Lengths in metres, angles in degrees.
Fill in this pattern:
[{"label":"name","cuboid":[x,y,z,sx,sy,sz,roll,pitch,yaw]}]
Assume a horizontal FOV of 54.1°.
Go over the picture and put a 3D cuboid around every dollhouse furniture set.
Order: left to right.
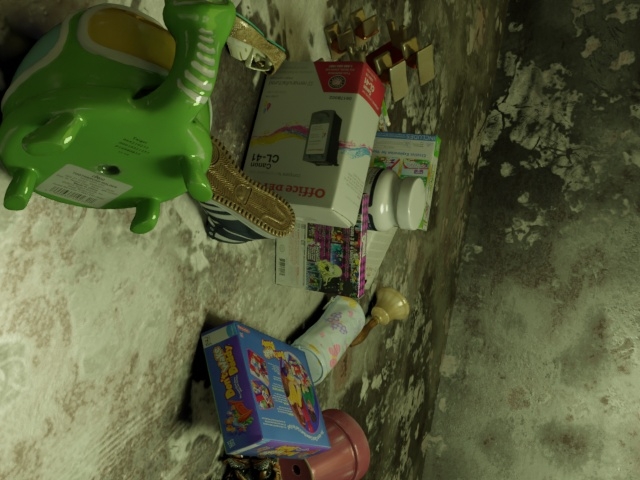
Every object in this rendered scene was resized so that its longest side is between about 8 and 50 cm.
[{"label":"dollhouse furniture set","cuboid":[0.097,-0.393,1.456,0.259,0.262,0.135,-34,139,-13]}]

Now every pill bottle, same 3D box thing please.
[{"label":"pill bottle","cuboid":[0.109,-0.102,1.517,0.153,0.265,0.153,-32,127,-58]}]

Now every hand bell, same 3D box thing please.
[{"label":"hand bell","cuboid":[0.164,0.259,1.965,0.242,0.126,0.126,-37,131,-41]}]

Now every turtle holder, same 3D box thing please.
[{"label":"turtle holder","cuboid":[-0.244,-0.168,0.737,0.320,0.243,0.227,127,-37,-61]}]

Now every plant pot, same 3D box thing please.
[{"label":"plant pot","cuboid":[-0.005,0.552,1.593,0.180,0.201,0.201,-12,109,-47]}]

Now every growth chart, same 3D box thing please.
[{"label":"growth chart","cuboid":[0.172,-0.310,1.841,0.172,0.021,0.237,62,34,-51]}]

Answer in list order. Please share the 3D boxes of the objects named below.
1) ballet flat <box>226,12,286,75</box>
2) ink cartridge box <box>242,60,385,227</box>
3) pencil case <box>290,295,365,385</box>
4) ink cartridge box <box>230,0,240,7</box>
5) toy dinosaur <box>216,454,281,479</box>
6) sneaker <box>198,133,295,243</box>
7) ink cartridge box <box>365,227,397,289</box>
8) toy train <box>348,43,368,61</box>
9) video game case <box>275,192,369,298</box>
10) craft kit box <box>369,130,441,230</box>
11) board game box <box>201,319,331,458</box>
[{"label":"ballet flat","cuboid":[-0.129,-0.360,1.173,0.206,0.073,0.067,14,99,-61]},{"label":"ink cartridge box","cuboid":[-0.017,-0.198,1.270,0.131,0.226,0.306,34,66,-62]},{"label":"pencil case","cuboid":[0.017,0.250,1.613,0.273,0.114,0.124,-45,126,-52]},{"label":"ink cartridge box","cuboid":[-0.161,-0.523,1.058,0.185,0.065,0.311,65,38,-47]},{"label":"toy dinosaur","cuboid":[-0.133,0.514,1.352,0.218,0.164,0.321,-58,127,-72]},{"label":"sneaker","cuboid":[-0.191,-0.086,1.113,0.282,0.153,0.099,39,61,-27]},{"label":"ink cartridge box","cuboid":[0.145,0.040,1.916,0.224,0.056,0.181,-65,156,8]},{"label":"toy train","cuboid":[0.100,-0.396,1.613,0.143,0.105,0.248,73,34,-60]},{"label":"video game case","cuboid":[0.000,0.000,1.386,0.042,0.210,0.232,-24,118,-61]},{"label":"craft kit box","cuboid":[0.176,-0.162,1.659,0.061,0.250,0.246,21,79,-66]},{"label":"board game box","cuboid":[-0.102,0.319,1.292,0.347,0.078,0.233,43,26,-60]}]
